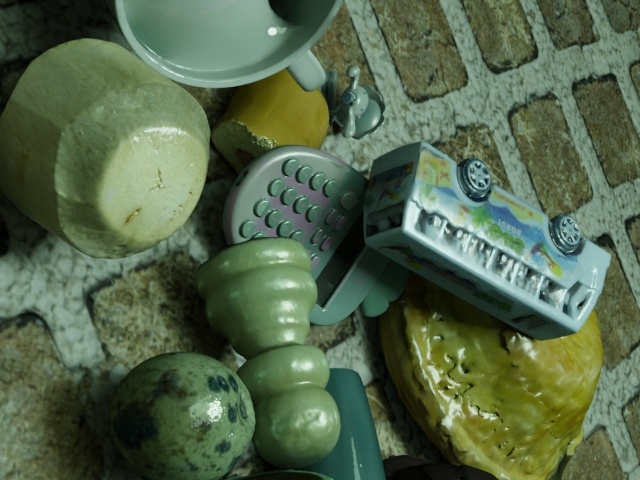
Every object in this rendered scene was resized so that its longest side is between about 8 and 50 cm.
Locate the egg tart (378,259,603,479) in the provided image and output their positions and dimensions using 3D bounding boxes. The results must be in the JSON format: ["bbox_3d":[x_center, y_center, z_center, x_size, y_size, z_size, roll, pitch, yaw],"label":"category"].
[{"bbox_3d":[0.257,0.124,2.094,0.443,0.178,0.443,28,51,-42],"label":"egg tart"}]

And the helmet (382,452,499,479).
[{"bbox_3d":[0.158,0.369,1.828,0.225,0.177,0.305,28,55,-25],"label":"helmet"}]

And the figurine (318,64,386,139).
[{"bbox_3d":[0.034,-0.176,2.028,0.086,0.082,0.094,51,41,-59],"label":"figurine"}]

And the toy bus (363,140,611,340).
[{"bbox_3d":[0.203,0.006,1.889,0.330,0.109,0.136,28,60,-28],"label":"toy bus"}]

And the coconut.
[{"bbox_3d":[-0.227,-0.096,1.571,0.202,0.222,0.202,-22,128,-32],"label":"coconut"}]

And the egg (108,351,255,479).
[{"bbox_3d":[-0.137,0.183,1.596,0.182,0.141,0.141,7,68,-67],"label":"egg"}]

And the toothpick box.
[{"bbox_3d":[0.010,0.239,1.776,0.120,0.120,0.184,16,60,-48],"label":"toothpick box"}]

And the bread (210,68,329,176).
[{"bbox_3d":[-0.051,-0.137,1.898,0.134,0.085,0.173,50,41,-25],"label":"bread"}]

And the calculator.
[{"bbox_3d":[0.000,0.000,1.864,0.299,0.041,0.185,37,84,-40],"label":"calculator"}]

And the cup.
[{"bbox_3d":[-0.110,-0.314,1.725,0.356,0.259,0.274,50,5,-43],"label":"cup"}]

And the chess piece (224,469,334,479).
[{"bbox_3d":[-0.039,0.402,1.636,0.176,0.176,0.298,-18,101,-54],"label":"chess piece"}]

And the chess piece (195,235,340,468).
[{"bbox_3d":[-0.047,0.129,1.704,0.133,0.133,0.243,15,50,-48],"label":"chess piece"}]
